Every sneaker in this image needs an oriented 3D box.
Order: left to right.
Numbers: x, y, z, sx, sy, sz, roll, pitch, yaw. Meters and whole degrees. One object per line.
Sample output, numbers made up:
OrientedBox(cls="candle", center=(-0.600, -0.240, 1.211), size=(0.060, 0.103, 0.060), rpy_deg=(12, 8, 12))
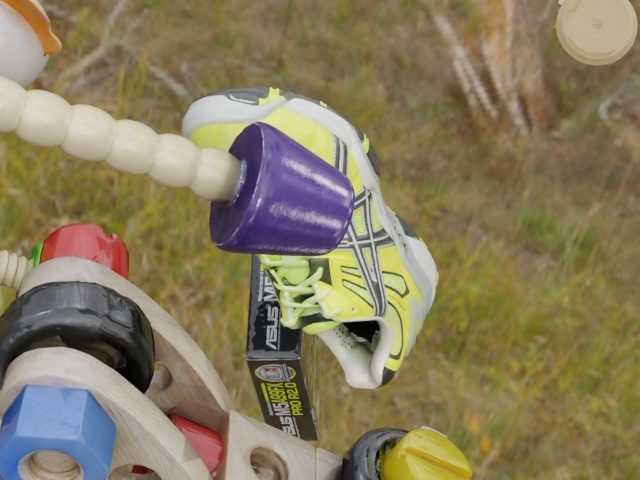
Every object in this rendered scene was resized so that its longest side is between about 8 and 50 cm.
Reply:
OrientedBox(cls="sneaker", center=(0.000, 0.000, 1.450), size=(0.145, 0.385, 0.147), rpy_deg=(-14, 47, 32))

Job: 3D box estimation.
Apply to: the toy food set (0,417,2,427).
OrientedBox(cls="toy food set", center=(-0.358, 0.064, 1.225), size=(0.219, 0.306, 0.092), rpy_deg=(-12, 30, 13))

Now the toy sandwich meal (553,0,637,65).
OrientedBox(cls="toy sandwich meal", center=(0.261, -0.206, 1.441), size=(0.085, 0.029, 0.086), rpy_deg=(0, 85, 2))

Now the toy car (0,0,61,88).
OrientedBox(cls="toy car", center=(-0.346, -0.198, 1.435), size=(0.210, 0.238, 0.219), rpy_deg=(44, 45, -21))

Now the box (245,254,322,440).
OrientedBox(cls="box", center=(-0.035, 0.059, 1.683), size=(0.060, 0.216, 0.270), rpy_deg=(-1, 60, 5))

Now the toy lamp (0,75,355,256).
OrientedBox(cls="toy lamp", center=(-0.111, -0.051, 0.823), size=(0.274, 0.080, 0.080), rpy_deg=(16, 43, -21))

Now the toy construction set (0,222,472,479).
OrientedBox(cls="toy construction set", center=(-0.064, 0.125, 0.662), size=(0.237, 0.257, 0.309), rpy_deg=(19, 14, -20))
